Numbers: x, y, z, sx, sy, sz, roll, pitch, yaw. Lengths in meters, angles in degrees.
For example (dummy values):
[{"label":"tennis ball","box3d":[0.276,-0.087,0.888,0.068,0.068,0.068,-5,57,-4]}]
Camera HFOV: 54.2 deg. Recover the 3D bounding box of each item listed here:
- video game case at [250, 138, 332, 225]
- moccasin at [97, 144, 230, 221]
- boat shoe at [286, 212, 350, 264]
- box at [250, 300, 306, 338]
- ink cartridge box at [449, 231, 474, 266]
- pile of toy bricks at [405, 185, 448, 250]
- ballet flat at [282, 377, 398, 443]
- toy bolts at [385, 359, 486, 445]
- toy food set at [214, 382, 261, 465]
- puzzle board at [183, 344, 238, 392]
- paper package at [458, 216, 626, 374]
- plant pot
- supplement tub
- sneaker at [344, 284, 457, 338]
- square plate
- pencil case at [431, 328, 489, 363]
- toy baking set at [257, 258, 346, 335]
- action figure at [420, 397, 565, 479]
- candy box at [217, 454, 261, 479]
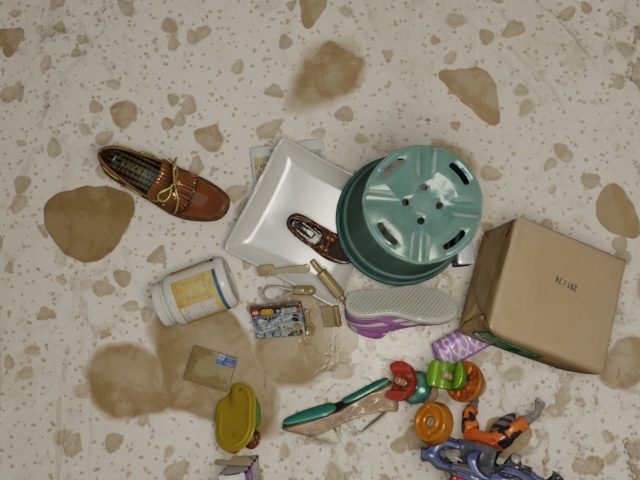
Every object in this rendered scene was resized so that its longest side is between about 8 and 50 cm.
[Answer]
[{"label":"video game case","box3d":[-0.082,-0.161,1.744,0.207,0.026,0.226,-8,83,2]},{"label":"moccasin","box3d":[-0.424,-0.161,1.697,0.380,0.147,0.139,30,85,6]},{"label":"boat shoe","box3d":[0.000,0.000,1.634,0.207,0.073,0.073,30,91,-1]},{"label":"box","box3d":[-0.112,0.212,1.669,0.137,0.027,0.093,-5,113,10]},{"label":"ink cartridge box","box3d":[0.370,-0.035,1.674,0.046,0.097,0.206,-5,83,2]},{"label":"pile of toy bricks","box3d":[0.285,-0.047,1.674,0.118,0.105,0.212,-6,82,2]},{"label":"ballet flat","box3d":[0.059,0.463,1.624,0.316,0.107,0.106,-22,90,1]},{"label":"toy bolts","box3d":[0.289,0.398,1.554,0.159,0.229,0.218,29,69,-38]},{"label":"toy food set","box3d":[-0.205,0.486,1.630,0.128,0.071,0.217,-18,54,26]},{"label":"puzzle board","box3d":[-0.298,0.347,1.698,0.128,0.011,0.096,16,83,4]},{"label":"paper package","box3d":[0.551,0.140,1.554,0.325,0.168,0.309,22,73,-10]},{"label":"plant pot","box3d":[0.211,-0.066,1.456,0.342,0.334,0.340,0,85,-1]},{"label":"supplement tub","box3d":[-0.330,0.138,1.658,0.200,0.144,0.144,-20,82,0]},{"label":"sneaker","box3d":[0.206,0.196,1.630,0.282,0.161,0.102,4,53,6]},{"label":"square plate","box3d":[-0.031,-0.049,1.693,0.347,0.049,0.343,28,92,0]},{"label":"pencil case","box3d":[0.390,0.266,1.639,0.206,0.086,0.088,-30,53,0]},{"label":"toy baking set","box3d":[-0.047,0.146,1.662,0.197,0.030,0.256,-33,98,13]},{"label":"action figure","box3d":[0.435,0.528,1.497,0.342,0.178,0.330,15,56,31]},{"label":"candy box","box3d":[-0.194,0.642,1.562,0.070,0.196,0.164,-8,83,3]}]
